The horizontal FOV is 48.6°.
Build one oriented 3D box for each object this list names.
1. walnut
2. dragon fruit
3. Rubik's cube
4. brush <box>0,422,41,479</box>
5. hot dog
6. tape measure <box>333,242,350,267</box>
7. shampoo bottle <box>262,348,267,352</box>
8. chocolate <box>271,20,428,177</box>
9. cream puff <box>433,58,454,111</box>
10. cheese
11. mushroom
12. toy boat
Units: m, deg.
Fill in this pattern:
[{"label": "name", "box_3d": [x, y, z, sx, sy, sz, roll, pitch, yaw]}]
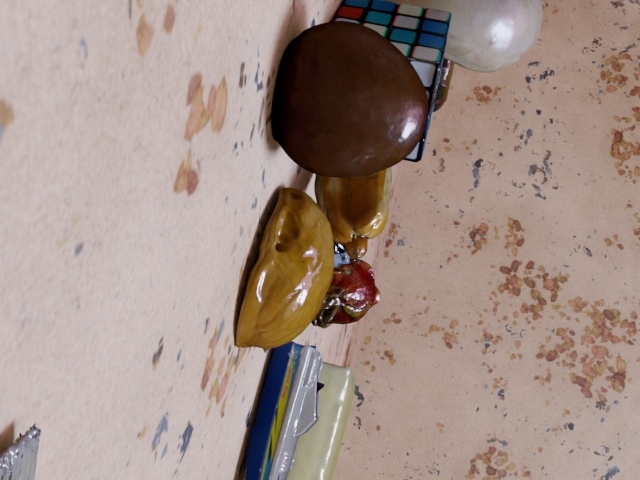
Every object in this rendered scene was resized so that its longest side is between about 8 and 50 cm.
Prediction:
[{"label": "walnut", "box_3d": [-0.030, 0.043, 0.863, 0.167, 0.087, 0.211, 93, 13, -65]}, {"label": "dragon fruit", "box_3d": [0.025, 0.097, 1.188, 0.246, 0.125, 0.125, -34, 139, -68]}, {"label": "Rubik's cube", "box_3d": [0.085, -0.222, 0.967, 0.154, 0.155, 0.151, 95, 12, -45]}, {"label": "brush", "box_3d": [-0.189, 0.238, 0.388, 0.103, 0.013, 0.272, -55, 157, -66]}, {"label": "hot dog", "box_3d": [0.046, -0.072, 0.982, 0.269, 0.109, 0.072, -87, 163, -49]}, {"label": "tape measure", "box_3d": [-0.001, 0.000, 0.990, 0.094, 0.091, 0.054, -104, -150, -70]}, {"label": "shampoo bottle", "box_3d": [-0.052, 0.091, 0.965, 0.141, 0.034, 0.049, -67, 174, -45]}, {"label": "chocolate", "box_3d": [0.036, -0.148, 0.768, 0.177, 0.177, 0.176, 13, 90, -81]}, {"label": "cream puff", "box_3d": [0.206, -0.378, 1.491, 0.240, 0.164, 0.240, -176, -90, -87]}, {"label": "cheese", "box_3d": [-0.023, 0.342, 1.224, 0.242, 0.124, 0.265, 59, 45, -72]}, {"label": "mushroom", "box_3d": [0.194, -0.359, 1.129, 0.290, 0.297, 0.297, -55, -175, 35]}, {"label": "toy boat", "box_3d": [-0.057, 0.295, 1.047, 0.129, 0.088, 0.295, 67, 36, -75]}]
